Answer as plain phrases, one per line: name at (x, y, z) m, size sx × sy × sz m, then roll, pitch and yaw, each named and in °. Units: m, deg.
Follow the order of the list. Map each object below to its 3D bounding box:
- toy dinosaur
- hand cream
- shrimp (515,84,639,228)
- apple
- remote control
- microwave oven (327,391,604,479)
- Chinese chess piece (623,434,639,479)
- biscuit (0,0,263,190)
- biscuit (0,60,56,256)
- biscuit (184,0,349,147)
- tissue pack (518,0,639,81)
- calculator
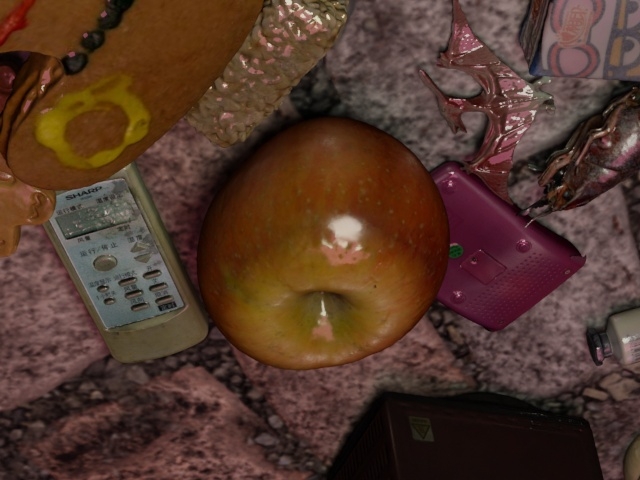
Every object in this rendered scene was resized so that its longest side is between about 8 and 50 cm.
toy dinosaur at (0.147, -0.120, 1.609) m, size 0.108 × 0.032 × 0.220 m, roll -12°, pitch 122°, yaw 7°
hand cream at (0.374, 0.073, 1.808) m, size 0.234 × 0.050 × 0.080 m, roll -15°, pitch 131°, yaw -2°
shrimp at (0.245, -0.076, 1.638) m, size 0.075 × 0.073 × 0.190 m, roll 33°, pitch 114°, yaw -26°
apple at (0.000, 0.000, 1.603) m, size 0.235 × 0.173 × 0.210 m, roll -29°, pitch 134°, yaw 28°
remote control at (-0.178, 0.019, 1.676) m, size 0.098 × 0.038 × 0.233 m, roll -17°, pitch 130°, yaw 5°
microwave oven at (0.145, 0.270, 1.852) m, size 0.247 × 0.188 × 0.178 m, roll 9°, pitch 135°, yaw -21°
Chinese chess piece at (0.377, 0.237, 1.945) m, size 0.122 × 0.051 × 0.122 m, roll -5°, pitch 134°, yaw -5°
biscuit at (-0.181, -0.156, 1.343) m, size 0.262 × 0.052 × 0.277 m, roll -44°, pitch 139°, yaw 15°
biscuit at (-0.278, -0.063, 1.572) m, size 0.133 × 0.027 × 0.184 m, roll 36°, pitch 120°, yaw -11°
biscuit at (-0.046, -0.150, 1.529) m, size 0.082 × 0.070 × 0.168 m, roll 33°, pitch 121°, yaw -21°
tissue pack at (0.252, -0.192, 1.540) m, size 0.155 × 0.065 × 0.115 m, roll 4°, pitch 128°, yaw -10°
calculator at (0.141, 0.011, 1.722) m, size 0.190 × 0.034 × 0.127 m, roll 33°, pitch 121°, yaw -30°
